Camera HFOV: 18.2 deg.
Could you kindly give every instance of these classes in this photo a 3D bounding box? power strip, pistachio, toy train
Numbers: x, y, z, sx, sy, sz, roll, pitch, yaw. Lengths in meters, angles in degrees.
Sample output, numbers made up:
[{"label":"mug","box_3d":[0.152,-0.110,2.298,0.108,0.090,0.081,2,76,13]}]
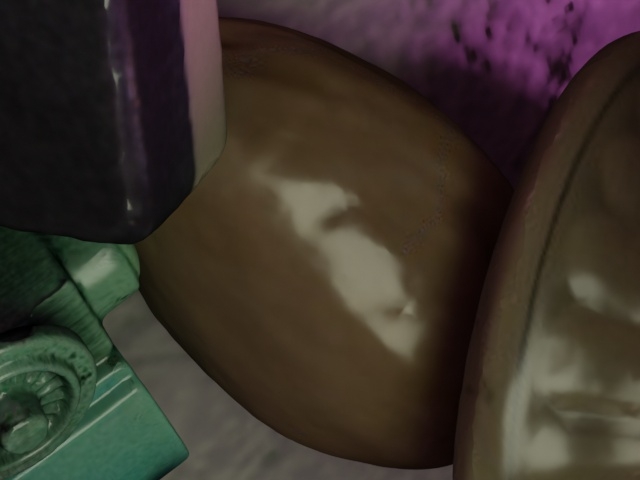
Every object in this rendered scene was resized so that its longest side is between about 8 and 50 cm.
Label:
[{"label":"power strip","box_3d":[-0.086,-0.126,0.499,0.070,0.105,0.256,-54,148,-52]},{"label":"pistachio","box_3d":[0.000,0.000,0.637,0.126,0.108,0.185,-21,125,23]},{"label":"toy train","box_3d":[-0.151,0.086,0.606,0.248,0.101,0.159,-35,144,-9]}]

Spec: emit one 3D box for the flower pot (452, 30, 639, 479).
[{"label":"flower pot","box_3d":[0.189,0.053,0.613,0.307,0.244,0.307,-32,127,-56]}]
